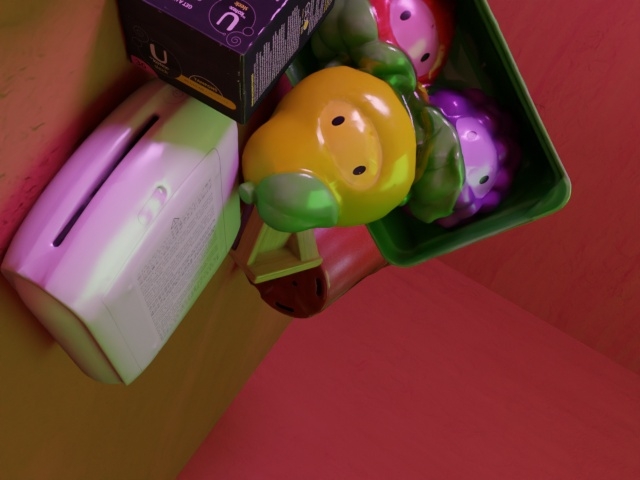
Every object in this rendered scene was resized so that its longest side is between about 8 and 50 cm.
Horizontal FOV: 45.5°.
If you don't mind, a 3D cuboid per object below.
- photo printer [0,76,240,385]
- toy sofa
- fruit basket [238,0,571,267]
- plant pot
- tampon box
[{"bbox_3d":[-0.180,-0.005,0.756,0.256,0.107,0.307,-57,172,-22],"label":"photo printer"},{"bbox_3d":[-0.045,-0.126,1.160,0.150,0.177,0.362,-16,142,-43],"label":"toy sofa"},{"bbox_3d":[0.080,-0.142,0.854,0.283,0.392,0.392,-23,-169,27],"label":"fruit basket"},{"bbox_3d":[0.000,0.000,1.498,0.265,0.272,0.272,-40,161,-45],"label":"plant pot"},{"bbox_3d":[-0.072,-0.205,0.644,0.161,0.120,0.101,-56,171,-23],"label":"tampon box"}]
